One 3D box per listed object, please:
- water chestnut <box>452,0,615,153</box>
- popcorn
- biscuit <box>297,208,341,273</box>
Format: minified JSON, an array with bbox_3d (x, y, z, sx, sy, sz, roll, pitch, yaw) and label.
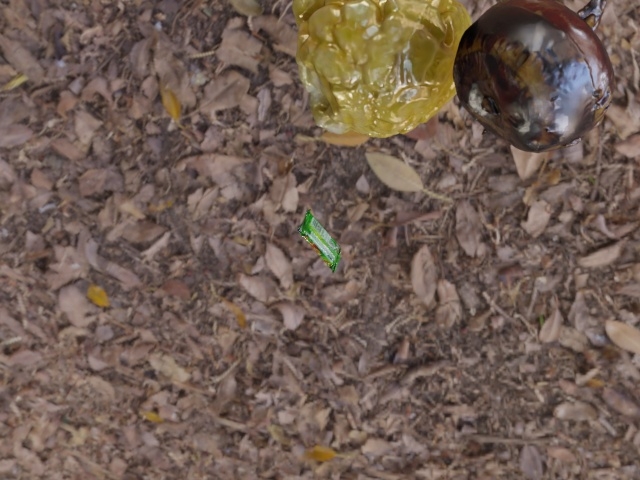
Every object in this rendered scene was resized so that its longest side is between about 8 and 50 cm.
[{"bbox_3d":[0.383,-0.297,1.211,0.300,0.300,0.300,5,127,6],"label":"water chestnut"},{"bbox_3d":[0.136,-0.383,1.462,0.390,0.354,0.344,1,107,-13],"label":"popcorn"},{"bbox_3d":[0.000,0.000,0.964,0.016,0.046,0.089,-20,125,34],"label":"biscuit"}]
